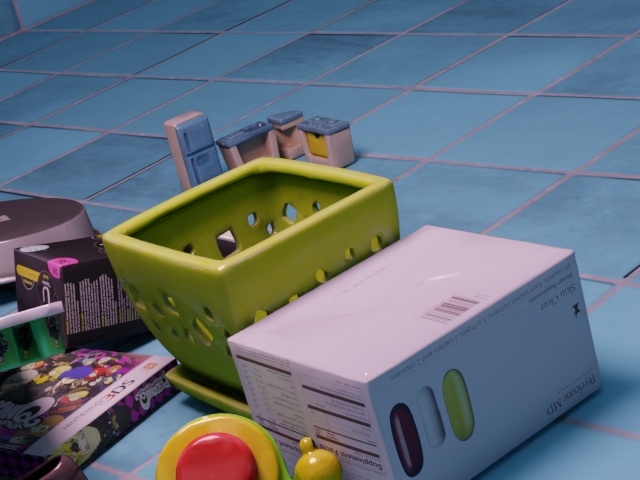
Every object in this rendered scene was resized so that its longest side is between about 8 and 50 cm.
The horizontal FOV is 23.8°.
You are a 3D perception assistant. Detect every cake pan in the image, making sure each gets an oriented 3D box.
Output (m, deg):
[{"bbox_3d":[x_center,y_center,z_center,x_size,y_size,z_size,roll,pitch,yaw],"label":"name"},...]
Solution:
[{"bbox_3d":[-0.449,-0.001,2.106,0.293,0.054,0.293,-7,15,2],"label":"cake pan"}]

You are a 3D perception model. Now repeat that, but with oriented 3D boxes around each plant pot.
[{"bbox_3d":[-0.052,0.056,1.550,0.228,0.207,0.227,-29,25,-31],"label":"plant pot"}]

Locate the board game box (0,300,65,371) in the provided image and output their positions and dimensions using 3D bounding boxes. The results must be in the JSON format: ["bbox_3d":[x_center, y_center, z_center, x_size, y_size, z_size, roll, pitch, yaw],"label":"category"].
[{"bbox_3d":[-0.457,0.149,1.463,0.390,0.050,0.390,-16,-1,-20],"label":"board game box"}]

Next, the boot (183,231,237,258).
[{"bbox_3d":[-0.140,-0.003,1.928,0.244,0.088,0.176,-4,22,34],"label":"boot"}]

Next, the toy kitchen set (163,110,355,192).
[{"bbox_3d":[-0.085,-0.140,2.174,0.207,0.122,0.166,-27,24,-27],"label":"toy kitchen set"}]

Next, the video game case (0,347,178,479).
[{"bbox_3d":[-0.298,0.181,1.631,0.232,0.042,0.210,2,26,38],"label":"video game case"}]

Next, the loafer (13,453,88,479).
[{"bbox_3d":[-0.346,0.269,1.370,0.302,0.095,0.109,-16,22,-3],"label":"loafer"}]

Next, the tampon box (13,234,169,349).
[{"bbox_3d":[-0.260,0.054,1.784,0.161,0.101,0.120,-11,15,-37],"label":"tampon box"}]

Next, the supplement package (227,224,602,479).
[{"bbox_3d":[0.090,0.112,1.400,0.262,0.145,0.204,-30,25,-32],"label":"supplement package"}]

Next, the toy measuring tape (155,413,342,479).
[{"bbox_3d":[-0.145,0.224,1.312,0.330,0.121,0.121,-15,21,0],"label":"toy measuring tape"}]
